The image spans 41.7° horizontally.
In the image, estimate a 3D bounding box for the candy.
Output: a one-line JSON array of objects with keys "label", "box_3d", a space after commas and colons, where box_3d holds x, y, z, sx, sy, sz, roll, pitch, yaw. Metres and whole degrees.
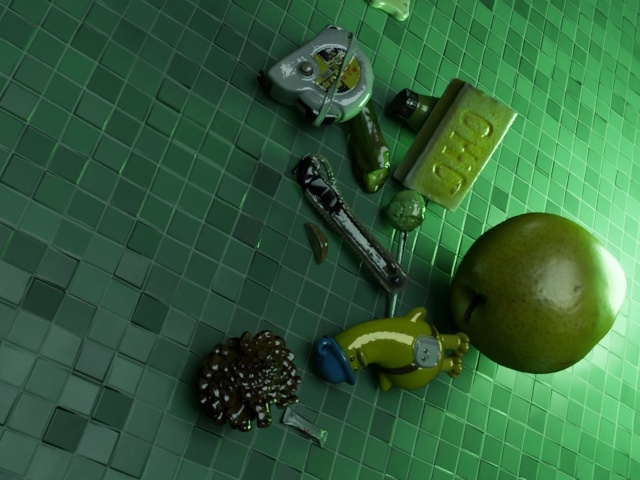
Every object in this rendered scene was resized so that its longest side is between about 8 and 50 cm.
[{"label": "candy", "box_3d": [0.176, 0.048, 1.875, 0.093, 0.092, 0.335, 6, 76, 12]}]

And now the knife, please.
[{"label": "knife", "box_3d": [0.071, -0.034, 1.810, 0.089, 0.043, 0.365, -39, 94, -7]}]

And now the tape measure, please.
[{"label": "tape measure", "box_3d": [0.015, -0.349, 1.819, 0.236, 0.120, 0.197, -40, 88, -19]}]

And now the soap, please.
[{"label": "soap", "box_3d": [0.312, -0.220, 1.948, 0.173, 0.089, 0.274, 25, 103, -27]}]

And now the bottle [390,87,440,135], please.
[{"label": "bottle", "box_3d": [0.288, -0.283, 2.025, 0.260, 0.112, 0.112, 23, 64, -27]}]

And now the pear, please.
[{"label": "pear", "box_3d": [0.490, 0.116, 1.891, 0.418, 0.362, 0.362, 2, 75, -31]}]

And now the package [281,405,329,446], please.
[{"label": "package", "box_3d": [-0.029, 0.370, 1.665, 0.110, 0.015, 0.037, 36, 59, -19]}]

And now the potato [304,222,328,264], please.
[{"label": "potato", "box_3d": [0.001, 0.000, 1.787, 0.037, 0.036, 0.093, -15, 84, -33]}]

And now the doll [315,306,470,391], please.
[{"label": "doll", "box_3d": [0.147, 0.225, 1.749, 0.363, 0.145, 0.199, 7, 105, -30]}]

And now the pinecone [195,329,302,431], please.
[{"label": "pinecone", "box_3d": [-0.135, 0.261, 1.527, 0.150, 0.195, 0.179, 57, 20, -51]}]

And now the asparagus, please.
[{"label": "asparagus", "box_3d": [0.092, -0.278, 1.911, 0.082, 0.085, 0.343, -12, 84, -12]}]

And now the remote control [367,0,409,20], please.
[{"label": "remote control", "box_3d": [0.168, -0.597, 2.089, 0.122, 0.032, 0.074, 20, 65, -29]}]
